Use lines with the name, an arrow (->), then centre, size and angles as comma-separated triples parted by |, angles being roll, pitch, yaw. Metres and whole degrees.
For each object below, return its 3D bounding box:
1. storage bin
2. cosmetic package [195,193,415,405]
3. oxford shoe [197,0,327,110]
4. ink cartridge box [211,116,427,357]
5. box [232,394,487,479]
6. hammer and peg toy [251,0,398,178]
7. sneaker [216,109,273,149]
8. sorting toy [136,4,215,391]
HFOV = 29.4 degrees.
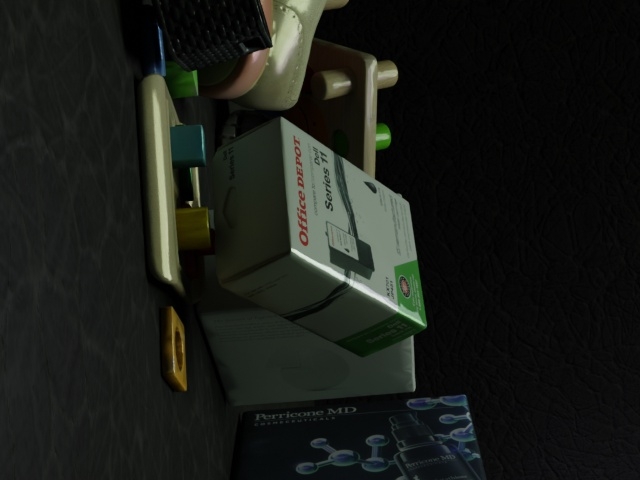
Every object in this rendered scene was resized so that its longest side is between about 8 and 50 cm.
storage bin -> -0.107, -0.246, 1.045 | 0.122, 0.084, 0.180 | -12, 87, -88
cosmetic package -> -0.011, 0.070, 1.366 | 0.225, 0.224, 0.138 | 82, 4, -58
oxford shoe -> -0.056, -0.331, 1.301 | 0.146, 0.140, 0.397 | 16, 84, -53
ink cartridge box -> 0.000, 0.000, 1.147 | 0.208, 0.087, 0.153 | 29, 45, -44
box -> 0.051, 0.365, 1.404 | 0.395, 0.293, 0.212 | -90, 175, -71
hammer and peg toy -> -0.013, -0.205, 1.666 | 0.266, 0.127, 0.361 | 25, -58, 48
sneaker -> -0.094, -0.055, 1.577 | 0.106, 0.101, 0.267 | 117, -26, -47
sorting toy -> -0.120, -0.039, 1.103 | 0.196, 0.047, 0.348 | 71, 14, -81
